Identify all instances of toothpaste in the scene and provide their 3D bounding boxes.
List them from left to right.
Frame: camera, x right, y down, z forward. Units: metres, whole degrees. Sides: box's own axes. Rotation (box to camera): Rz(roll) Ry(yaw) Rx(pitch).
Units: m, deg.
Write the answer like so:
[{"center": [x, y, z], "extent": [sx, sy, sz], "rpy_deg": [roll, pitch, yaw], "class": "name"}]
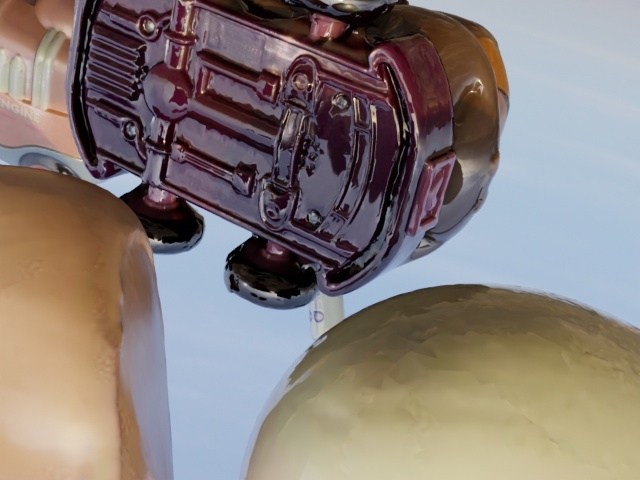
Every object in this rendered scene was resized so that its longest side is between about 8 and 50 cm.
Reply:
[{"center": [0.000, 0.000, 1.052], "extent": [0.033, 0.218, 0.052], "rpy_deg": [-6, -178, -27], "class": "toothpaste"}]

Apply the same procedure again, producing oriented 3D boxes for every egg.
[{"center": [0.097, 0.164, 0.636], "extent": [0.345, 0.283, 0.283], "rpy_deg": [43, 179, -39], "class": "egg"}]

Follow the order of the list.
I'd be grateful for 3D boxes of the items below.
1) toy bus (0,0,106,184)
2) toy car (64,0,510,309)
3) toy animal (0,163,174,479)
[{"center": [-0.300, -0.194, 1.260], "extent": [0.287, 0.232, 0.194], "rpy_deg": [26, -129, 11], "class": "toy bus"}, {"center": [-0.014, -0.114, 0.932], "extent": [0.340, 0.271, 0.240], "rpy_deg": [27, -152, 22], "class": "toy car"}, {"center": [-0.199, 0.062, 0.631], "extent": [0.256, 0.213, 0.195], "rpy_deg": [3, 157, 5], "class": "toy animal"}]
